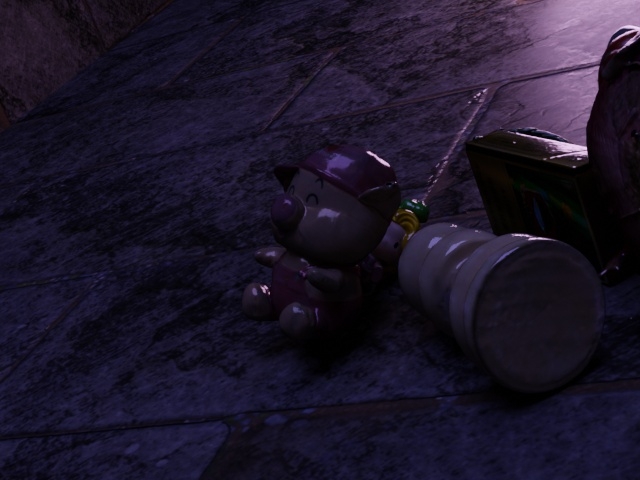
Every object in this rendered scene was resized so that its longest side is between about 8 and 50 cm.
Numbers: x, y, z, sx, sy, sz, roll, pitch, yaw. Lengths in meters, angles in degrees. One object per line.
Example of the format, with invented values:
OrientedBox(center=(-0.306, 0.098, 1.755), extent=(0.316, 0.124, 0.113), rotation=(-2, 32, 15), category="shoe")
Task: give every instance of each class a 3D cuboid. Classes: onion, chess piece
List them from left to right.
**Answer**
OrientedBox(center=(0.187, 0.057, 1.446), extent=(0.167, 0.167, 0.300), rotation=(-26, 16, -11), category="chess piece")
OrientedBox(center=(0.428, -0.090, 1.311), extent=(0.354, 0.353, 0.353), rotation=(-18, 23, 8), category="onion")

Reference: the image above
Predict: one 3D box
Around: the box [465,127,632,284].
OrientedBox(center=(0.288, -0.049, 1.570), extent=(0.071, 0.159, 0.240), rotation=(-27, 22, -19), category="box")

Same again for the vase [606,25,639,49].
OrientedBox(center=(0.552, -0.283, 1.978), extent=(0.086, 0.086, 0.214), rotation=(-30, 28, -20), category="vase")

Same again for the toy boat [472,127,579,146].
OrientedBox(center=(0.317, -0.100, 1.733), extent=(0.229, 0.089, 0.088), rotation=(27, 29, 31), category="toy boat")

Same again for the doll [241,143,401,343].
OrientedBox(center=(-0.002, 0.000, 1.587), extent=(0.196, 0.255, 0.152), rotation=(20, 3, 28), category="doll")

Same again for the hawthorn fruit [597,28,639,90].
OrientedBox(center=(0.473, -0.223, 1.780), extent=(0.173, 0.173, 0.173), rotation=(-18, 23, 8), category="hawthorn fruit")

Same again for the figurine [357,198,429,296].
OrientedBox(center=(0.079, 0.006, 1.729), extent=(0.156, 0.095, 0.115), rotation=(-55, 15, -25), category="figurine")
